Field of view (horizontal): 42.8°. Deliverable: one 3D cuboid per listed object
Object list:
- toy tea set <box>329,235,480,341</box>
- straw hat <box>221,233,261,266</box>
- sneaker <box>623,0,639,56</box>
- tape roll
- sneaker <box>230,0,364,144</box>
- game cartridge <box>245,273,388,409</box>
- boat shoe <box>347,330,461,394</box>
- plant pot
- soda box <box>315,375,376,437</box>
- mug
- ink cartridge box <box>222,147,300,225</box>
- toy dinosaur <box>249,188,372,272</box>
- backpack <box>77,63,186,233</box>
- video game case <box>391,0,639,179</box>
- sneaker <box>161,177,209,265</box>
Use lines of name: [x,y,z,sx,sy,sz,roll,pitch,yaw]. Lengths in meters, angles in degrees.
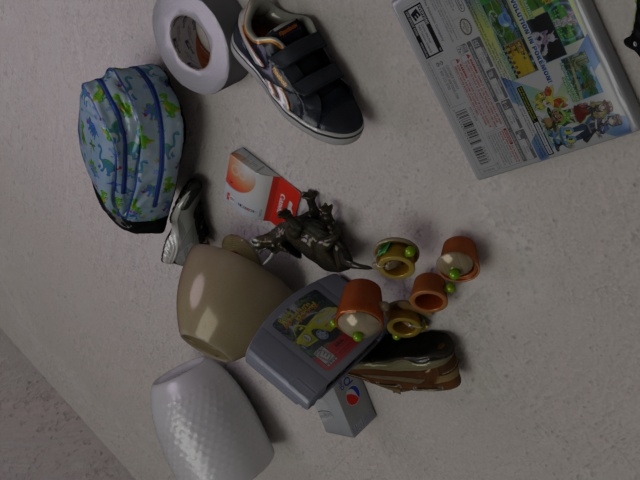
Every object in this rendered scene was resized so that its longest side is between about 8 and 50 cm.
toy tea set: [0.159,0.108,1.530,0.200,0.124,0.336,19,140,-12]
straw hat: [-0.208,0.062,1.973,0.144,0.061,0.144,27,135,30]
sneaker: [0.426,-0.281,1.050,0.097,0.084,0.235,-11,110,50]
tape roll: [-0.237,-0.406,1.638,0.219,0.072,0.219,27,135,31]
sneaker: [-0.040,-0.310,1.468,0.321,0.126,0.127,44,146,14]
game cartridge: [-0.004,0.193,1.677,0.196,0.294,0.060,34,141,23]
boat shoe: [0.155,0.269,1.717,0.324,0.122,0.120,-7,116,48]
plant pot: [-0.218,0.165,1.869,0.284,0.191,0.284,24,158,11]
soda box: [0.025,0.314,1.903,0.098,0.091,0.286,0,118,46]
mug: [-0.325,0.500,2.293,0.328,0.276,0.374,65,171,-6]
ink cartridge box: [-0.133,-0.097,1.791,0.179,0.045,0.145,40,140,20]
toy dinosaur: [0.000,0.000,1.698,0.313,0.121,0.160,19,143,28]
backpack: [-0.424,-0.227,1.841,0.355,0.273,0.290,-50,54,38]
video game case: [0.288,-0.274,1.236,0.300,0.036,0.329,-16,105,50]
sneaker: [-0.312,-0.040,1.990,0.108,0.100,0.271,18,132,0]
